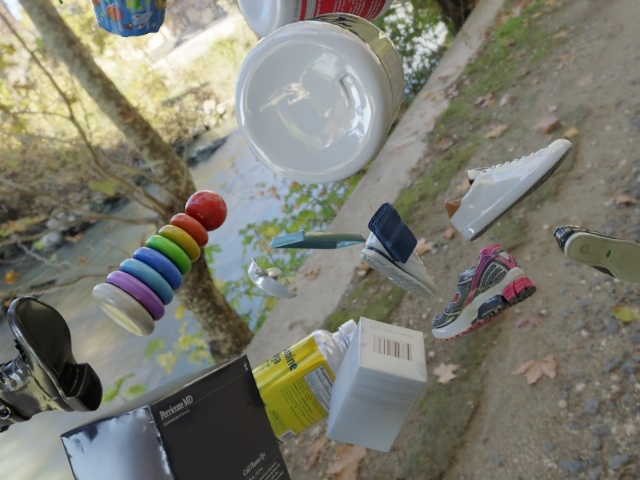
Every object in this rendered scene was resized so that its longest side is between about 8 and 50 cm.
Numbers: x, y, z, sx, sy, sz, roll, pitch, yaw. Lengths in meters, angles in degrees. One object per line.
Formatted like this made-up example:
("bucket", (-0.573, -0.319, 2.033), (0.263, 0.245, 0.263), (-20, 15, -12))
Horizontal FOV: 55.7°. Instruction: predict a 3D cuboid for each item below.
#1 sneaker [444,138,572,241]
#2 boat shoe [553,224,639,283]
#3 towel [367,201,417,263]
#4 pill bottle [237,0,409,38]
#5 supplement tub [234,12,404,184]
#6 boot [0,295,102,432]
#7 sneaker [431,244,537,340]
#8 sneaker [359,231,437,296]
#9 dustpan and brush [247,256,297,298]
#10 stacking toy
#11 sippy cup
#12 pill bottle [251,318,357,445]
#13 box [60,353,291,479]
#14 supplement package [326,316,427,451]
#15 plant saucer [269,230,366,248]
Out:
("sneaker", (0.383, -0.134, 1.258), (0.290, 0.123, 0.106), (-39, -18, 2))
("boat shoe", (0.583, 0.024, 1.236), (0.079, 0.233, 0.084), (-118, 48, -68))
("towel", (0.140, -0.014, 1.166), (0.029, 0.119, 0.067), (13, 60, 52))
("pill bottle", (0.028, -0.605, 1.378), (0.407, 0.229, 0.229), (-20, 16, -25))
("supplement tub", (0.015, -0.246, 0.996), (0.235, 0.236, 0.325), (-21, 17, 20))
("boot", (-0.504, 0.215, 0.973), (0.228, 0.263, 0.091), (-11, 33, 9))
("sneaker", (0.309, 0.112, 1.207), (0.120, 0.112, 0.299), (-18, -21, -29))
("sneaker", (0.201, 0.053, 1.428), (0.090, 0.235, 0.095), (-6, 53, 55))
("dustpan and brush", (-0.130, 0.086, 1.452), (0.060, 0.147, 0.211), (-54, -12, 12))
("stacking toy", (-0.302, 0.029, 1.235), (0.141, 0.141, 0.330), (-1, 45, 50))
("sippy cup", (-0.458, -0.618, 1.433), (0.305, 0.224, 0.240), (9, 46, -1))
("pill bottle", (-0.028, 0.334, 1.448), (0.333, 0.188, 0.188), (-31, 22, -2))
("box", (-0.217, 0.400, 1.038), (0.178, 0.313, 0.343), (-21, -4, 17))
("supplement package", (0.084, 0.224, 0.933), (0.105, 0.179, 0.105), (14, 36, -6))
("plant saucer", (0.000, 0.000, 0.968), (0.067, 0.018, 0.192), (-13, -9, 32))
